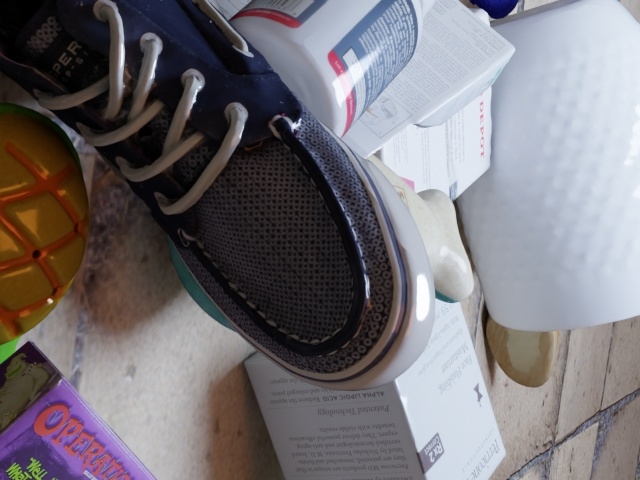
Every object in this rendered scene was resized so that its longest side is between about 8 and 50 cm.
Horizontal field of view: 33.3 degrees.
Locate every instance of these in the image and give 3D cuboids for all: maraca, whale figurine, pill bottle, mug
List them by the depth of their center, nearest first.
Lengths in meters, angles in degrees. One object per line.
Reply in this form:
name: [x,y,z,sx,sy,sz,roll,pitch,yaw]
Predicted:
maraca: [-0.191,0.014,0.594,0.127,0.099,0.186,17,91,-50]
pill bottle: [0.009,-0.145,0.747,0.180,0.108,0.108,-50,140,-38]
whale figurine: [0.000,0.000,0.843,0.272,0.141,0.216,8,60,-43]
mug: [0.326,-0.113,1.204,0.276,0.374,0.328,-56,129,-72]

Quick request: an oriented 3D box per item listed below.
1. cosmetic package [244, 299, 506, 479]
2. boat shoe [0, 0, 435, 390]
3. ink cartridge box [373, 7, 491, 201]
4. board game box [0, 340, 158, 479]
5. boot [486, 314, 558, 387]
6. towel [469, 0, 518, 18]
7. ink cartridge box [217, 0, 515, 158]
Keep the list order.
cosmetic package: [0.054,0.155,0.977,0.151,0.151,0.184,-35,109,-53]
boat shoe: [-0.084,-0.059,0.578,0.127,0.340,0.158,-49,149,16]
ink cartridge box: [0.073,-0.112,1.026,0.237,0.100,0.172,-39,132,-49]
board game box: [-0.170,0.235,0.678,0.208,0.056,0.347,-39,138,-13]
boot: [0.310,0.037,1.501,0.211,0.104,0.295,-47,133,-45]
towel: [0.136,-0.387,1.089,0.308,0.076,0.227,27,68,-60]
ink cartridge box: [0.024,-0.152,0.860,0.224,0.181,0.056,-39,166,-35]
